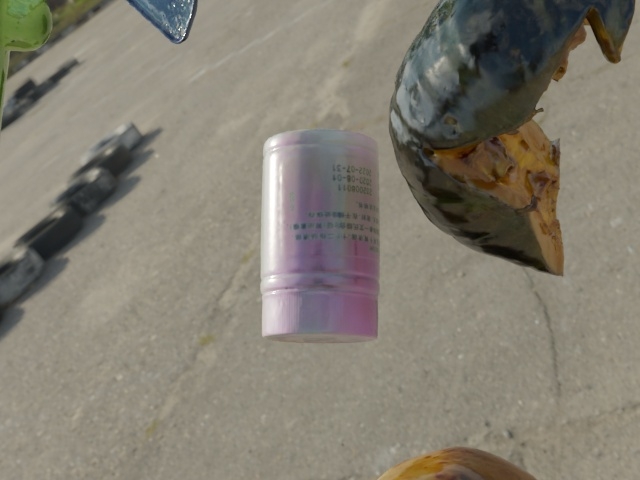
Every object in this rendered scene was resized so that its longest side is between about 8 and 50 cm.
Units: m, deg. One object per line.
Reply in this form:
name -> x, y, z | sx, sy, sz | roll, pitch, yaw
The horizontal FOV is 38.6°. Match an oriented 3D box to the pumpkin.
pumpkin -> 0.090, -0.072, 0.473 | 0.108, 0.183, 0.119 | 10, 37, 6

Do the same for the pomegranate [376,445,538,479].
pomegranate -> 0.115, 0.305, 0.787 | 0.248, 0.248, 0.248 | -31, 21, 13

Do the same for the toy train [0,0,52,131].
toy train -> -0.175, -0.091, 0.321 | 0.105, 0.157, 0.253 | -122, 42, -75

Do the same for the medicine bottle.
medicine bottle -> 0.000, 0.000, 1.161 | 0.152, 0.152, 0.253 | -11, 75, 49

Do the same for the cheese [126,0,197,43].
cheese -> -0.099, -0.314, 0.744 | 0.083, 0.204, 0.320 | -28, -26, -44
